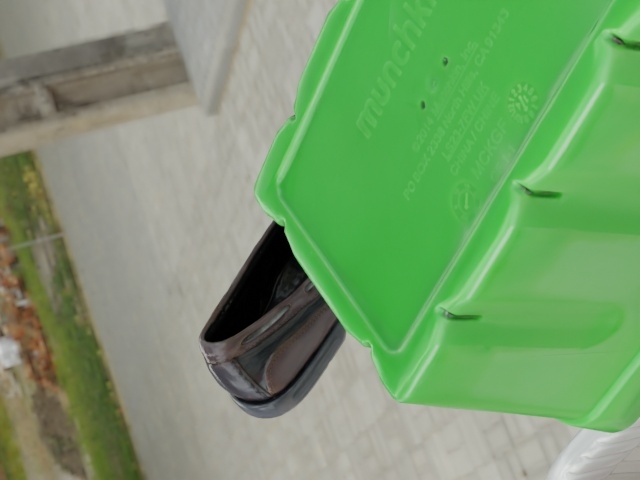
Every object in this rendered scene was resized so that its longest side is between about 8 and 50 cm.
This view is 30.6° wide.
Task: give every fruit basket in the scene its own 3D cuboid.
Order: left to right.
[{"bbox_3d":[0.199,-0.079,0.640,0.283,0.392,0.392,54,153,32],"label":"fruit basket"}]

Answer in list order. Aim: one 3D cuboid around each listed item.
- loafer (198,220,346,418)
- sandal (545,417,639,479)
[{"bbox_3d":[0.000,0.000,0.977,0.109,0.303,0.095,8,150,41],"label":"loafer"},{"bbox_3d":[0.295,0.108,0.985,0.416,0.169,0.102,108,152,-48],"label":"sandal"}]
